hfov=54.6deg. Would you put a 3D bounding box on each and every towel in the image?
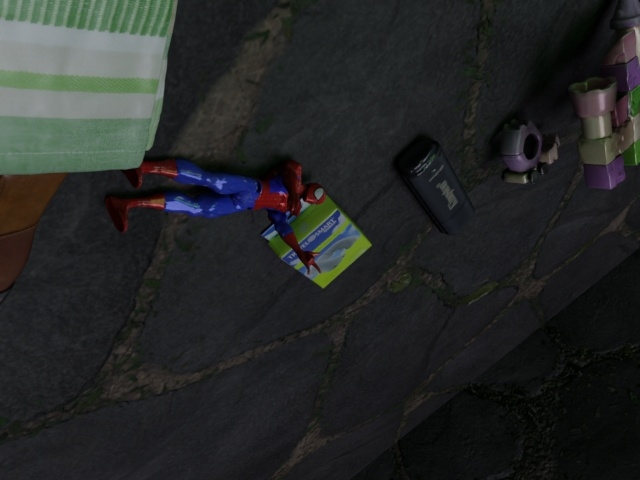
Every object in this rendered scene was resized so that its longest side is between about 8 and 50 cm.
[{"bbox_3d":[-0.201,-0.193,0.406,0.248,0.038,0.325,-8,127,-41],"label":"towel"}]

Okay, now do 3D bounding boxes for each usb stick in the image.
[{"bbox_3d":[0.195,-0.080,1.014,0.077,0.045,0.278,-42,149,6],"label":"usb stick"}]

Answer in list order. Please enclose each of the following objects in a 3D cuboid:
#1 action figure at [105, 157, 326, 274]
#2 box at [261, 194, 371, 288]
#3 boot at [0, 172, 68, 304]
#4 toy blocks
[{"bbox_3d":[-0.080,-0.030,0.709,0.280,0.139,0.091,-8,139,-44],"label":"action figure"},{"bbox_3d":[0.000,0.000,0.917,0.109,0.042,0.178,-42,150,4],"label":"box"},{"bbox_3d":[-0.314,-0.050,0.471,0.264,0.096,0.280,16,117,-49],"label":"boot"},{"bbox_3d":[0.459,-0.250,0.957,0.288,0.309,0.260,-35,118,-30],"label":"toy blocks"}]
